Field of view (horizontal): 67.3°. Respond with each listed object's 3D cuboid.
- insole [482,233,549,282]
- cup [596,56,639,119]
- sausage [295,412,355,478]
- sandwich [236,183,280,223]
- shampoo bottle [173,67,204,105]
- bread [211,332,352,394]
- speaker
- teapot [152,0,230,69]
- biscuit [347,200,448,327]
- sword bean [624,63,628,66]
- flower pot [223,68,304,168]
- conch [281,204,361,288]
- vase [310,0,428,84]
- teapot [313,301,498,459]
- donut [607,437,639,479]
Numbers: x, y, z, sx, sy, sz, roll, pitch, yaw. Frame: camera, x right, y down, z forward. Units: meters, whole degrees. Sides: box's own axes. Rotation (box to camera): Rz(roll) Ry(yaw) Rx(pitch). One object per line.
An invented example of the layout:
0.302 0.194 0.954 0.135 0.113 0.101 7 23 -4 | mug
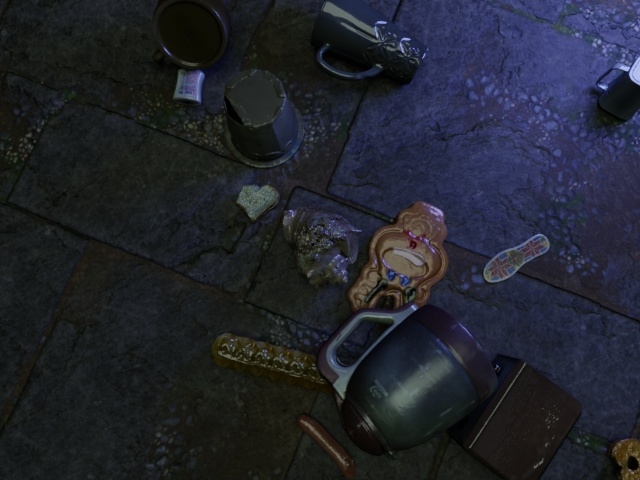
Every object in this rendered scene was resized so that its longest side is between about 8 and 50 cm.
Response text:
0.492 0.045 1.210 0.193 0.006 0.065 -29 83 -4 | insole
0.776 -0.393 1.217 0.128 0.129 0.095 35 76 8 | cup
0.017 0.480 1.129 0.186 0.043 0.043 45 84 6 | sausage
-0.159 -0.106 1.218 0.104 0.036 0.093 -38 82 -6 | sandwich
-0.343 -0.408 1.260 0.072 0.043 0.099 6 81 0 | shampoo bottle
-0.081 0.297 1.138 0.367 0.077 0.084 14 81 1 | bread
0.428 0.403 1.083 0.192 0.153 0.231 36 83 4 | speaker
-0.331 -0.549 1.227 0.267 0.185 0.175 -28 38 22 | teapot
0.206 0.060 1.188 0.201 0.047 0.334 26 82 4 | biscuit
0.838 -0.439 1.280 0.012 0.012 0.083 -44 85 -6 | sword bean
-0.154 -0.303 1.169 0.212 0.202 0.213 -1 82 4 | flower pot
0.000 0.000 1.171 0.178 0.163 0.245 -25 61 -35 | conch
0.116 -0.506 1.229 0.300 0.156 0.251 27 79 -2 | vase
0.157 0.285 1.038 0.312 0.233 0.315 -33 67 -14 | teapot
0.724 0.515 1.121 0.097 0.043 0.108 -9 80 -1 | donut
